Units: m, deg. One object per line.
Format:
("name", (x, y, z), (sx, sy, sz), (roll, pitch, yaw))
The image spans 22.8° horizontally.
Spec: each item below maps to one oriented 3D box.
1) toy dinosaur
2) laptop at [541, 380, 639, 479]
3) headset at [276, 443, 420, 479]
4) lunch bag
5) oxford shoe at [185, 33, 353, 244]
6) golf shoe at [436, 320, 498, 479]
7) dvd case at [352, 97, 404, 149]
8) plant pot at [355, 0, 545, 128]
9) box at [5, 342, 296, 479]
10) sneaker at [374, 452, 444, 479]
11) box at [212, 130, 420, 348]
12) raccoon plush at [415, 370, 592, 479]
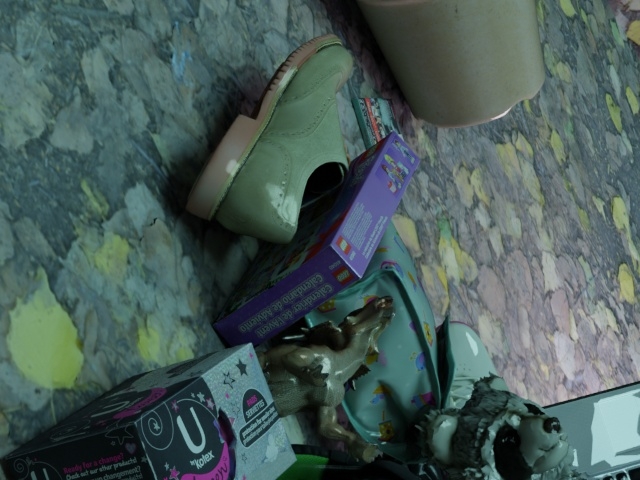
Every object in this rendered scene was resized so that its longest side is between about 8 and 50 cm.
("toy dinosaur", (-0.048, 0.156, 1.781), (0.200, 0.295, 0.127), (-119, -153, -67))
("laptop", (0.501, 0.364, 2.100), (0.236, 0.382, 0.408), (126, -51, -68))
("headset", (0.068, 0.331, 1.680), (0.394, 0.185, 0.243), (20, 41, 0))
("lunch bag", (0.085, 0.132, 2.008), (0.223, 0.160, 0.262), (-85, 151, -73))
("oxford shoe", (-0.028, -0.120, 1.973), (0.146, 0.140, 0.397), (31, 44, 2))
("golf shoe", (0.202, 0.252, 2.119), (0.140, 0.115, 0.306), (99, -15, -77))
("dvd case", (0.090, -0.174, 2.405), (0.119, 0.013, 0.087), (-10, 82, -61))
("plant pot", (0.202, -0.354, 2.445), (0.334, 0.333, 0.305), (-66, 142, -53))
("box", (-0.158, 0.211, 1.546), (0.247, 0.163, 0.142), (-33, 103, -62))
("sneaker", (0.082, 0.311, 1.998), (0.268, 0.101, 0.153), (46, 33, -45))
("box", (0.000, 0.000, 1.921), (0.057, 0.201, 0.293), (47, 33, -12))
("raccoon plush", (0.189, 0.383, 1.943), (0.299, 0.446, 0.216), (44, 25, 14))
